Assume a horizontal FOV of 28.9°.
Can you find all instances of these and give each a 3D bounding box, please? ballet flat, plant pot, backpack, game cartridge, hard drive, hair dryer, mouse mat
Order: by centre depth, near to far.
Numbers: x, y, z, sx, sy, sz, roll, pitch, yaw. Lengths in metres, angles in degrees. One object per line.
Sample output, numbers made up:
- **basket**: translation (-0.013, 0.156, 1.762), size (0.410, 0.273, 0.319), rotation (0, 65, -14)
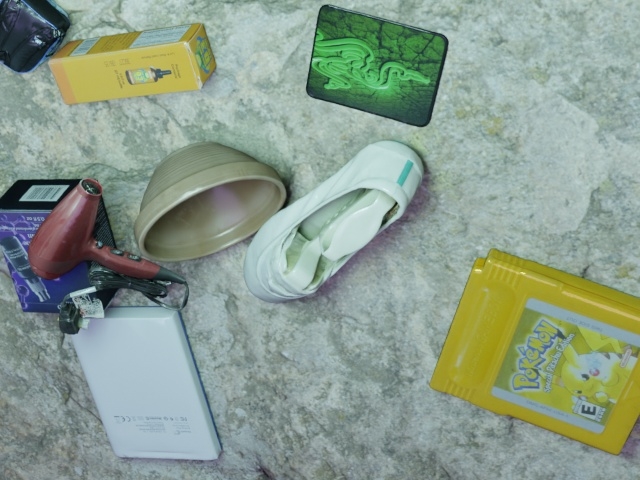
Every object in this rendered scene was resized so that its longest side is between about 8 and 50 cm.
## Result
- **mouse mat**: translation (0.078, -0.246, 1.764), size (0.190, 0.007, 0.152), rotation (17, 126, 8)
- **backpack**: translation (-0.434, -0.312, 1.841), size (0.105, 0.084, 0.114), rotation (39, 122, -10)
- **plant pot**: translation (-0.180, -0.072, 1.871), size (0.237, 0.237, 0.109), rotation (-42, 64, 35)
- **ballet flat**: translation (0.000, 0.000, 1.875), size (0.139, 0.139, 0.400), rotation (41, 126, -11)
- **game cartridge**: translation (0.358, 0.176, 1.927), size (0.324, 0.052, 0.285), rotation (18, 126, 5)
- **hair dryer**: translation (-0.340, 0.016, 1.932), size (0.224, 0.080, 0.293), rotation (-15, 136, -2)
- **hard drive**: translation (-0.313, 0.256, 2.210), size (0.210, 0.040, 0.318), rotation (-1, 122, 19)

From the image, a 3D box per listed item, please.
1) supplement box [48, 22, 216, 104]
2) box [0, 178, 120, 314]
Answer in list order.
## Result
- **supplement box**: translation (-0.276, -0.259, 1.830), size (0.233, 0.080, 0.078), rotation (-2, 123, 22)
- **box**: translation (-0.429, 0.011, 2.042), size (0.153, 0.108, 0.207), rotation (0, 122, 18)
